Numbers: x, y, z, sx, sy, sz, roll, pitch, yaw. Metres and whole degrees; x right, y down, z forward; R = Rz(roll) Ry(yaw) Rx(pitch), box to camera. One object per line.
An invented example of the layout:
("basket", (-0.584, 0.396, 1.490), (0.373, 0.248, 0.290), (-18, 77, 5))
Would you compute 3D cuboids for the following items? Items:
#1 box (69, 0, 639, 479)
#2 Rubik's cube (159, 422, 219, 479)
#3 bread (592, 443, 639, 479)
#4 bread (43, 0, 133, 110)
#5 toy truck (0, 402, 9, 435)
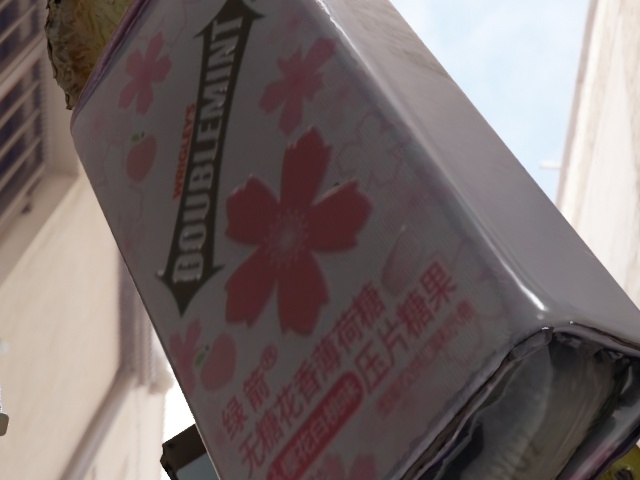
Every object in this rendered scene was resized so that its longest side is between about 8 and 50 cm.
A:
("box", (0.000, 0.000, 0.675), (0.112, 0.370, 0.190), (19, -63, -37))
("Rubik's cube", (0.064, 0.227, 1.398), (0.293, 0.283, 0.288), (-36, -94, 29))
("bread", (0.223, 0.175, 1.277), (0.226, 0.049, 0.088), (50, -46, 13))
("bread", (-0.113, -0.272, 1.354), (0.248, 0.279, 0.315), (7, -80, 15))
("toy truck", (-0.268, 0.091, 0.976), (0.080, 0.178, 0.115), (15, -77, -28))
